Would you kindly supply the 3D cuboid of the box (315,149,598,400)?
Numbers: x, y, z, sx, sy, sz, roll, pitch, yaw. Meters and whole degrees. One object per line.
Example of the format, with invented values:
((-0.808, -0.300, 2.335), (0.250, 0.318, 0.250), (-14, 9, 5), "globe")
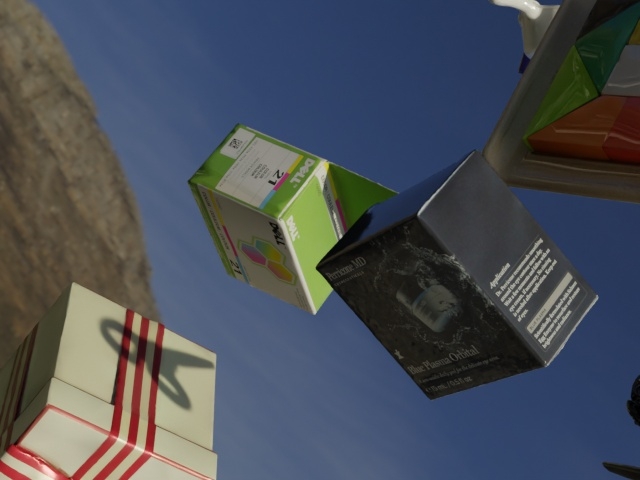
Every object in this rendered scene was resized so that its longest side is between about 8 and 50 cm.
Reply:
((0.107, 0.033, 0.980), (0.158, 0.093, 0.156), (49, -34, -8), "box")

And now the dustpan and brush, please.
((0.244, -0.228, 1.277), (0.147, 0.211, 0.060), (0, -94, 57), "dustpan and brush")

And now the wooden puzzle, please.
((0.267, -0.130, 0.973), (0.238, 0.221, 0.044), (14, -23, 42), "wooden puzzle")

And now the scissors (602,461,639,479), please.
((0.365, 0.230, 1.114), (0.297, 0.021, 0.109), (27, -36, 52), "scissors")

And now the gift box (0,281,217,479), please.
((-0.279, 0.259, 1.474), (0.255, 0.258, 0.276), (25, -59, -20), "gift box")

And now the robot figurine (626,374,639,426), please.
((0.643, 0.315, 2.053), (0.291, 0.211, 0.085), (-93, 160, -52), "robot figurine")

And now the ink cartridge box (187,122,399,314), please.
((0.000, 0.000, 1.332), (0.255, 0.097, 0.189), (25, -27, 28), "ink cartridge box")

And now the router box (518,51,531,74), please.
((0.514, -0.236, 1.768), (0.335, 0.301, 0.082), (33, -58, 38), "router box")
